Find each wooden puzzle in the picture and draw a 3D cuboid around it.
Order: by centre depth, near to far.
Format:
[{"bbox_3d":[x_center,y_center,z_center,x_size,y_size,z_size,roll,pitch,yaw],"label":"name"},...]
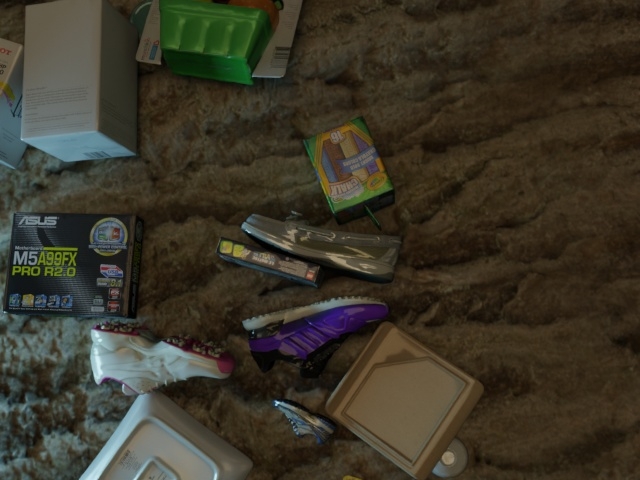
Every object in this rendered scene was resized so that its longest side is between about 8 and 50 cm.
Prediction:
[{"bbox_3d":[0.163,0.310,1.480,0.239,0.044,0.221,34,84,14],"label":"wooden puzzle"}]

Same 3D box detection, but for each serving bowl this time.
[{"bbox_3d":[0.245,0.419,1.466,0.083,0.027,0.083,-1,80,4],"label":"serving bowl"}]

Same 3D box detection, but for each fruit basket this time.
[{"bbox_3d":[-0.200,-0.511,1.634,0.327,0.165,0.353,8,65,6],"label":"fruit basket"}]

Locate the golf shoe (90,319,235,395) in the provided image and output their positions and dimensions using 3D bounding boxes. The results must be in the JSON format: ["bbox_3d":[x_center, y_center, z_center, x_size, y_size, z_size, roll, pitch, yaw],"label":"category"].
[{"bbox_3d":[-0.320,0.251,1.519,0.306,0.115,0.140,10,91,14],"label":"golf shoe"}]

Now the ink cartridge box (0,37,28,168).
[{"bbox_3d":[-0.710,-0.304,1.614,0.171,0.168,0.232,20,82,9],"label":"ink cartridge box"}]

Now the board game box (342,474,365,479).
[{"bbox_3d":[0.070,0.595,1.450,0.124,0.039,0.259,14,79,7],"label":"board game box"}]

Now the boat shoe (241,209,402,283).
[{"bbox_3d":[0.001,0.000,1.523,0.321,0.118,0.103,16,79,4],"label":"boat shoe"}]

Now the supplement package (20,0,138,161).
[{"bbox_3d":[-0.498,-0.333,1.589,0.178,0.175,0.292,-3,80,12],"label":"supplement package"}]

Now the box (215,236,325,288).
[{"bbox_3d":[-0.098,0.046,1.522,0.207,0.114,0.036,16,82,8],"label":"box"}]

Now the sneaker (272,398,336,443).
[{"bbox_3d":[-0.040,0.358,1.493,0.135,0.052,0.058,26,87,10],"label":"sneaker"}]

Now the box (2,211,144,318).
[{"bbox_3d":[-0.515,0.052,1.588,0.270,0.060,0.216,2,81,6],"label":"box"}]

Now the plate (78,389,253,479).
[{"bbox_3d":[-0.321,0.477,1.502,0.278,0.045,0.277,34,85,11],"label":"plate"}]

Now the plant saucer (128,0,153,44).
[{"bbox_3d":[-0.375,-0.491,1.691,0.119,0.021,0.119,-1,80,5],"label":"plant saucer"}]

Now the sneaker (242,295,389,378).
[{"bbox_3d":[0.001,0.196,1.500,0.294,0.102,0.146,-12,83,8],"label":"sneaker"}]

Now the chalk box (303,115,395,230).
[{"bbox_3d":[0.068,-0.115,1.525,0.132,0.132,0.213,-21,77,1],"label":"chalk box"}]
